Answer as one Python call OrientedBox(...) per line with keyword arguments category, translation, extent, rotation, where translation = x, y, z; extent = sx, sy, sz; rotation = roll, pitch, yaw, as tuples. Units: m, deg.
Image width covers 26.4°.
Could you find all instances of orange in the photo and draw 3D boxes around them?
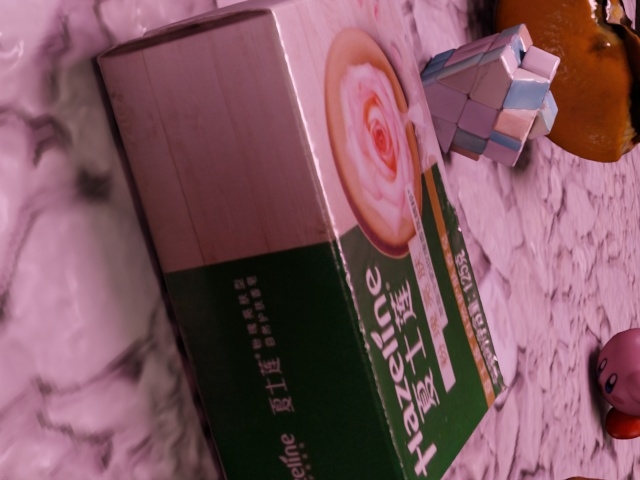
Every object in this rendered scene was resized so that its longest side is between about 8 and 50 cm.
OrientedBox(category="orange", translation=(0.177, -0.131, 0.950), extent=(0.160, 0.112, 0.170), rotation=(57, 10, -36))

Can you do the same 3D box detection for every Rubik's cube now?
OrientedBox(category="Rubik's cube", translation=(0.105, -0.080, 0.809), extent=(0.075, 0.084, 0.073), rotation=(-43, 115, -44))

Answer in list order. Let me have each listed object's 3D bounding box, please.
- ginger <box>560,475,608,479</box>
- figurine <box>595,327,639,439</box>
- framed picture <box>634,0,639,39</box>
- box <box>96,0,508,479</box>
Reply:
OrientedBox(category="ginger", translation=(0.175, 0.277, 0.705), extent=(0.172, 0.165, 0.321), rotation=(-12, 91, -22))
OrientedBox(category="figurine", translation=(0.245, 0.100, 1.050), extent=(0.083, 0.067, 0.071), rotation=(-99, -178, -46))
OrientedBox(category="framed picture", translation=(0.265, -0.256, 1.035), extent=(0.213, 0.016, 0.289), rotation=(59, 34, -83))
OrientedBox(category="box", translation=(0.000, 0.000, 0.547), extent=(0.135, 0.081, 0.199), rotation=(-38, 112, -63))
